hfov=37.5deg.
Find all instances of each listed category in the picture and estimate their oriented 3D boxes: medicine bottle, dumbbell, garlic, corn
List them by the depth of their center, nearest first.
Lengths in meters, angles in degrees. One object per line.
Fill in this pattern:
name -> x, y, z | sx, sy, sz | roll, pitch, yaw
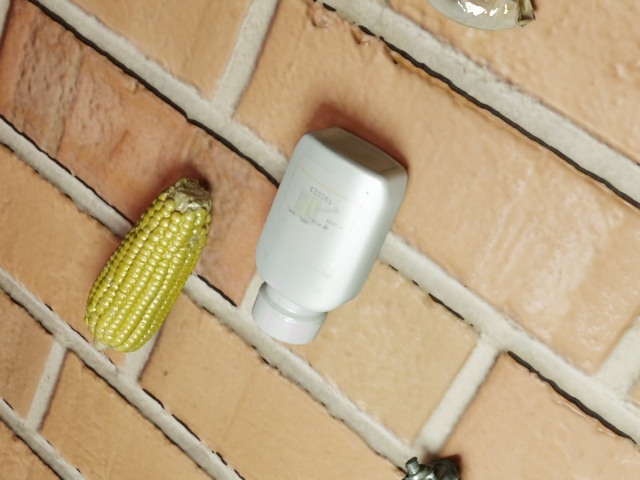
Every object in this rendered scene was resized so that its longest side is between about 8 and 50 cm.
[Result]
garlic -> 0.169, -0.324, 1.145 | 0.101, 0.087, 0.196 | -35, 80, 21
medicine bottle -> 0.000, 0.000, 1.324 | 0.161, 0.111, 0.296 | 33, 116, 22
dumbbell -> 0.187, 0.419, 1.324 | 0.110, 0.110, 0.254 | -27, 94, 35
corn -> -0.276, 0.052, 1.501 | 0.130, 0.130, 0.347 | 45, 119, 15
